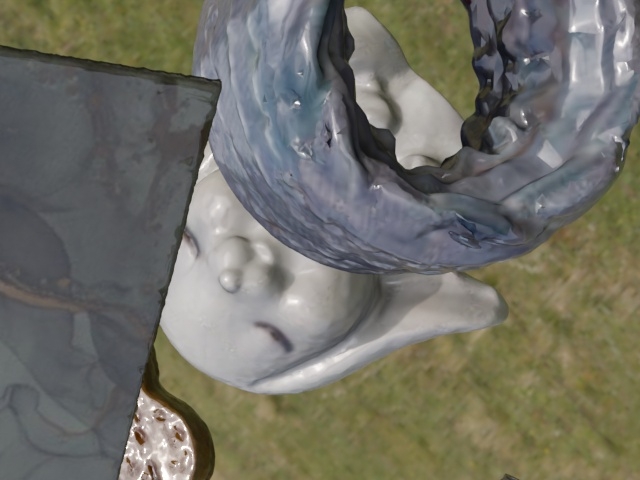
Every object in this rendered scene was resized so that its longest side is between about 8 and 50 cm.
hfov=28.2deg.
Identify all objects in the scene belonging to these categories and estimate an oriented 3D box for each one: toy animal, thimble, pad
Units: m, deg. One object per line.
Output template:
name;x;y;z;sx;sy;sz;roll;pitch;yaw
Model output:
toy animal;0.000;0.000;0.947;0.271;0.265;0.206;47;178;7
thimble;0.052;-0.100;0.636;0.205;0.236;0.172;18;171;-15
pad;-0.182;0.110;0.359;0.248;0.367;0.007;6;-156;-29

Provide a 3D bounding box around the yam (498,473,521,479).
yam;0.210;0.203;0.702;0.264;0.046;0.046;25;159;21

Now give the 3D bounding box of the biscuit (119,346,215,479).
biscuit;-0.263;0.210;1.221;0.350;0.394;0.070;-2;169;17
